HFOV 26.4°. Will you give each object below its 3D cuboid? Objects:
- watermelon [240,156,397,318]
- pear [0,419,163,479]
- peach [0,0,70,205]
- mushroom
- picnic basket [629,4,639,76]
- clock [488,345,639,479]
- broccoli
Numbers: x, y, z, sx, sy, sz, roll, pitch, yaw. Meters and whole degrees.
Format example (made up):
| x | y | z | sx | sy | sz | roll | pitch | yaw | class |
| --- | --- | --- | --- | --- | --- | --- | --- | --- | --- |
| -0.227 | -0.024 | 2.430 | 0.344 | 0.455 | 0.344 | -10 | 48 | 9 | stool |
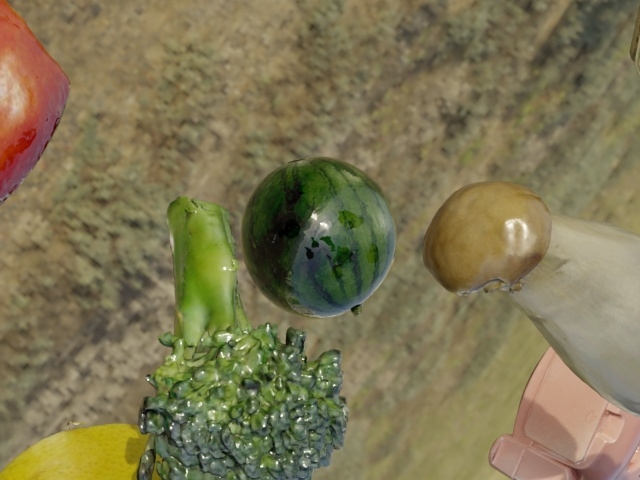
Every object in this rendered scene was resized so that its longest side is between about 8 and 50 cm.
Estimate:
| x | y | z | sx | sy | sz | roll | pitch | yaw | class |
| --- | --- | --- | --- | --- | --- | --- | --- | --- | --- |
| -0.002 | -0.005 | 2.022 | 0.242 | 0.242 | 0.242 | -47 | 162 | -20 | watermelon |
| -0.169 | 0.290 | 1.198 | 0.267 | 0.267 | 0.178 | -50 | -161 | -13 | pear |
| -0.461 | -0.137 | 1.375 | 0.380 | 0.306 | 0.242 | -33 | 145 | -13 | peach |
| 0.224 | 0.056 | 1.063 | 0.350 | 0.128 | 0.128 | 29 | 99 | -32 | mushroom |
| 0.542 | -0.270 | 1.582 | 0.175 | 0.312 | 0.228 | -116 | -150 | -61 | picnic basket |
| 0.343 | 0.208 | 1.606 | 0.241 | 0.142 | 0.227 | 21 | 94 | -50 | clock |
| -0.077 | 0.108 | 1.134 | 0.177 | 0.275 | 0.198 | -7 | 126 | -11 | broccoli |
